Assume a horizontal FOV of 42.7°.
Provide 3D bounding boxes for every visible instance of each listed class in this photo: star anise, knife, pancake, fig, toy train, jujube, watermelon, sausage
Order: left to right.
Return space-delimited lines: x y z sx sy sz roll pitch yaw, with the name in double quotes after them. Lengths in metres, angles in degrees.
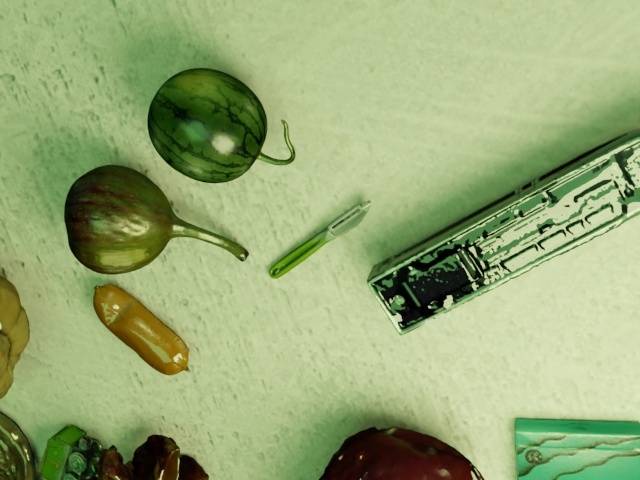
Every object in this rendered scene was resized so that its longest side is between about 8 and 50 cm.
-0.573 0.371 1.355 0.250 0.031 0.250 5 107 16 "pancake"
-0.407 0.384 1.301 0.081 0.060 0.202 27 112 13 "toy train"
-0.275 0.379 1.216 0.126 0.190 0.220 41 122 44 "star anise"
-0.258 0.131 1.182 0.183 0.054 0.062 38 81 3 "sausage"
-0.215 -0.014 1.091 0.245 0.149 0.149 12 110 -2 "fig"
-0.122 -0.132 1.014 0.187 0.141 0.140 30 112 0 "watermelon"
0.000 0.000 1.087 0.184 0.026 0.022 -35 56 24 "knife"
0.088 0.431 1.089 0.258 0.258 0.376 11 97 11 "jujube"
0.249 -0.021 0.976 0.407 0.088 0.086 -29 99 21 "toy train"

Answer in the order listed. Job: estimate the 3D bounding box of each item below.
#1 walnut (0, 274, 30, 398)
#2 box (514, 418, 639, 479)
-0.554 0.136 1.173 0.257 0.224 0.257 11 132 12 "walnut"
0.346 0.348 1.093 0.161 0.042 0.226 -3 107 15 "box"
